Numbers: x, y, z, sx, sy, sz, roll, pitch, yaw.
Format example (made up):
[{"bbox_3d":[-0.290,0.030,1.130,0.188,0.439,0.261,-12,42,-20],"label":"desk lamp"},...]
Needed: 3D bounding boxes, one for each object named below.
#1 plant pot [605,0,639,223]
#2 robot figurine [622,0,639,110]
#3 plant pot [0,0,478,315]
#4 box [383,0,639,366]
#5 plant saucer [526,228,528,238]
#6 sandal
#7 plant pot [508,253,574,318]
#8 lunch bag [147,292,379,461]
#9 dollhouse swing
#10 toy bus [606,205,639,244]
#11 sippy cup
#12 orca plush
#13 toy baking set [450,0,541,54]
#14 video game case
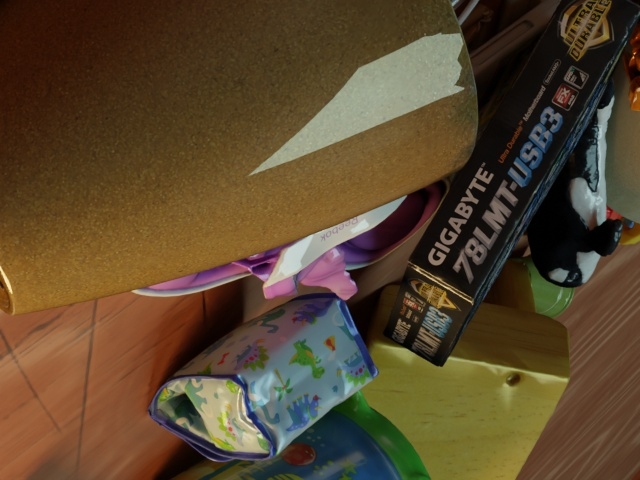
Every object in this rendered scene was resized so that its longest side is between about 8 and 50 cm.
[{"bbox_3d":[0.402,-0.154,1.949,0.256,0.256,0.274,-25,157,-54],"label":"plant pot"},{"bbox_3d":[0.318,-0.242,1.638,0.291,0.085,0.211,-89,-169,-51],"label":"robot figurine"},{"bbox_3d":[-0.087,-0.073,0.975,0.254,0.237,0.237,-33,154,-17],"label":"plant pot"},{"bbox_3d":[0.164,-0.050,1.599,0.293,0.073,0.295,-59,174,-13],"label":"box"},{"bbox_3d":[0.263,-0.036,2.108,0.083,0.013,0.083,-46,160,-23],"label":"plant saucer"},{"bbox_3d":[0.009,-0.011,1.379,0.169,0.102,0.416,-51,161,24],"label":"sandal"},{"bbox_3d":[0.241,0.049,2.115,0.079,0.083,0.083,12,113,-56],"label":"plant pot"},{"bbox_3d":[-0.052,0.110,1.454,0.129,0.151,0.096,-35,110,-34],"label":"lunch bag"},{"bbox_3d":[0.071,0.177,1.943,0.315,0.305,0.347,12,120,-24],"label":"dollhouse swing"},{"bbox_3d":[0.386,-0.066,2.176,0.211,0.149,0.220,-27,152,-28],"label":"toy bus"},{"bbox_3d":[-0.047,0.273,1.614,0.224,0.305,0.240,-13,165,-46],"label":"sippy cup"},{"bbox_3d":[0.248,-0.056,1.919,0.102,0.151,0.287,-12,148,-16],"label":"orca plush"},{"bbox_3d":[0.155,-0.221,1.533,0.197,0.030,0.256,-51,160,-12],"label":"toy baking set"},{"bbox_3d":[0.125,-0.103,1.636,0.193,0.023,0.212,-37,160,-41],"label":"video game case"}]
